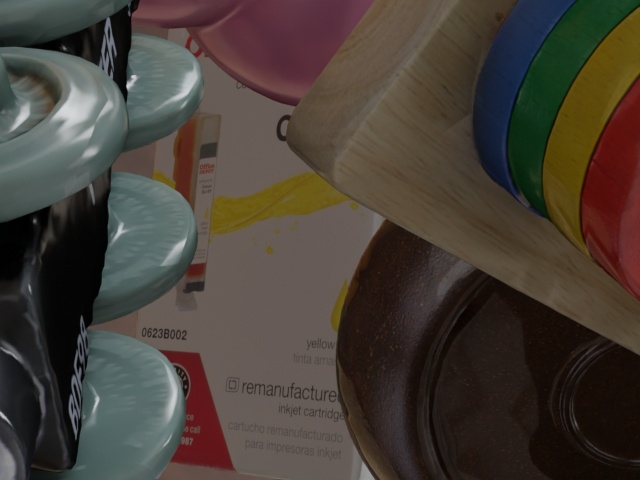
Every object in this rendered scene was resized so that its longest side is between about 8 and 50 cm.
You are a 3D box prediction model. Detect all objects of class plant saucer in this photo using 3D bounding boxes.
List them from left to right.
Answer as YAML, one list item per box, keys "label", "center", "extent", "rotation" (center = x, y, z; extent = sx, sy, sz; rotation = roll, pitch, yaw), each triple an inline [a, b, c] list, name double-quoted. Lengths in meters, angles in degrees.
- label: "plant saucer"
  center: [0.164, 0.071, 0.953]
  extent: [0.311, 0.310, 0.050]
  rotation: [4, 31, -4]

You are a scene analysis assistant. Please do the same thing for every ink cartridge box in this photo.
- label: "ink cartridge box"
  center: [0.000, 0.000, 1.499]
  extent: [0.160, 0.279, 0.384]
  rotation: [11, 83, -45]

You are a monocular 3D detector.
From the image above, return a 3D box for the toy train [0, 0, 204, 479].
- label: "toy train"
  center: [-0.138, -0.032, 0.553]
  extent: [0.190, 0.142, 0.334]
  rotation: [-6, 36, 3]

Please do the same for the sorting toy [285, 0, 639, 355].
- label: "sorting toy"
  center: [0.162, -0.065, 0.540]
  extent: [0.255, 0.257, 0.089]
  rotation: [-52, 50, 10]

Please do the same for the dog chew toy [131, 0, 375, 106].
- label: "dog chew toy"
  center: [-0.058, -0.192, 0.968]
  extent: [0.332, 0.207, 0.206]
  rotation: [16, 58, -32]
